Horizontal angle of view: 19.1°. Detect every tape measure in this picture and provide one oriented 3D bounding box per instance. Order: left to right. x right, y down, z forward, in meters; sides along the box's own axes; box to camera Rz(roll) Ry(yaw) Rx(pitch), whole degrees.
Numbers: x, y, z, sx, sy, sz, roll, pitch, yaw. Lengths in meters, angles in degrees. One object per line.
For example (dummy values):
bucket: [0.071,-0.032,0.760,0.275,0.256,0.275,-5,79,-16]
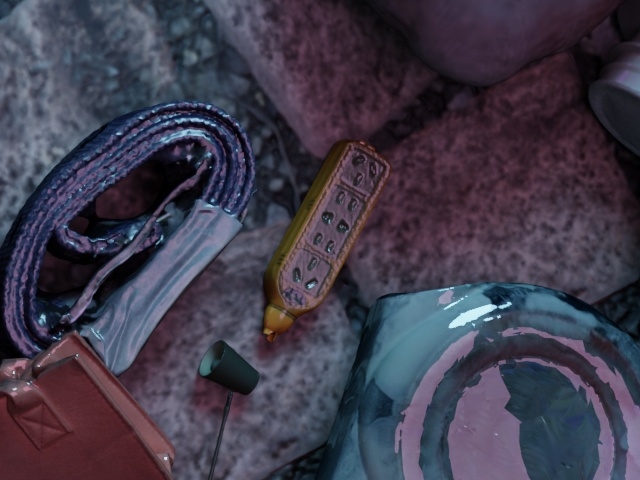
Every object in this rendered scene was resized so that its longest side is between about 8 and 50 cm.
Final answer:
tape measure: [0.128,0.157,1.464,0.275,0.147,0.256,21,80,-13]

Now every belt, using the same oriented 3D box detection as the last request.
belt: [-0.144,-0.001,1.386,0.139,0.126,0.230,42,76,-11]

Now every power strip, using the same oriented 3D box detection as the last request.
power strip: [0.000,0.000,1.485,0.049,0.028,0.178,31,80,-16]

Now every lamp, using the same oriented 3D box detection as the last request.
lamp: [-0.083,0.141,1.452,0.054,0.041,0.121,34,75,-24]

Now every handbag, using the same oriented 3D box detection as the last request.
handbag: [-0.220,0.172,1.334,0.212,0.059,0.157,-31,118,8]

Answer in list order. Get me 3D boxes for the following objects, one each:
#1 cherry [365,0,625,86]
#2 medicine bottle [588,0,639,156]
cherry: [0.137,-0.306,1.404,0.335,0.291,0.326,-45,120,0]
medicine bottle: [0.357,-0.207,1.561,0.179,0.124,0.324,42,75,-12]
